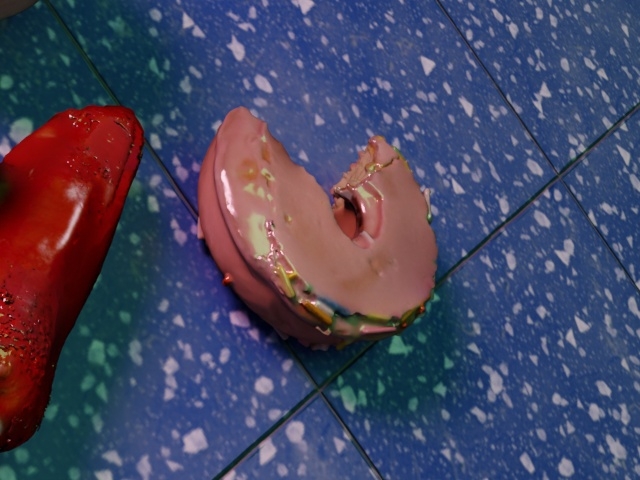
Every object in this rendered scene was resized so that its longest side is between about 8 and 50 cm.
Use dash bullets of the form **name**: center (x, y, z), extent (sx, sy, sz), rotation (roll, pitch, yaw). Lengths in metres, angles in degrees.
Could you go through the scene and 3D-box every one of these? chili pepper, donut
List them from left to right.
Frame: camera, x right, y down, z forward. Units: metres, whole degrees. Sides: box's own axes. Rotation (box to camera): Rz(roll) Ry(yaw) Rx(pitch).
- **chili pepper**: center (-0.201, 0.031, 0.877), extent (0.110, 0.110, 0.387), rotation (39, 40, -19)
- **donut**: center (0.000, 0.000, 1.107), extent (0.233, 0.085, 0.199), rotation (10, 57, -40)

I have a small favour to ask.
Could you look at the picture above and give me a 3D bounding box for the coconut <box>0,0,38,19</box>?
- **coconut**: center (-0.250, -0.273, 0.939), extent (0.241, 0.241, 0.241), rotation (24, 50, -32)
